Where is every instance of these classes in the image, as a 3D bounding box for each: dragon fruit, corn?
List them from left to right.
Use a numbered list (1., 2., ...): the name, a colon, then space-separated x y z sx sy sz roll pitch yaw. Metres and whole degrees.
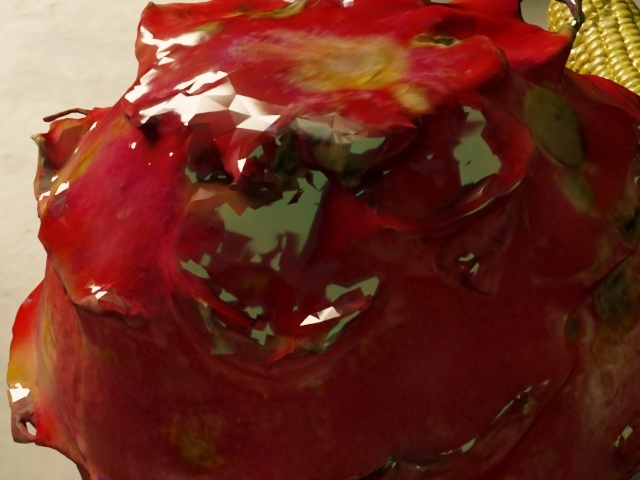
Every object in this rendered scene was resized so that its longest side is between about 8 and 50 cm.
1. dragon fruit: 0.000 0.000 1.032 0.386 0.249 0.371 18 60 30
2. corn: 0.193 -0.076 1.158 0.067 0.067 0.206 -23 56 -5
